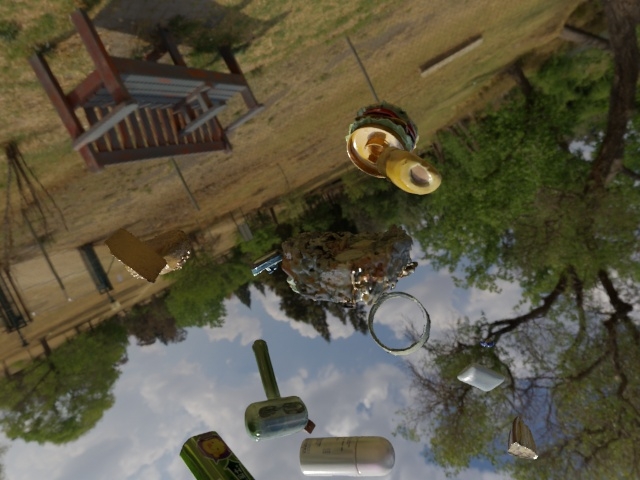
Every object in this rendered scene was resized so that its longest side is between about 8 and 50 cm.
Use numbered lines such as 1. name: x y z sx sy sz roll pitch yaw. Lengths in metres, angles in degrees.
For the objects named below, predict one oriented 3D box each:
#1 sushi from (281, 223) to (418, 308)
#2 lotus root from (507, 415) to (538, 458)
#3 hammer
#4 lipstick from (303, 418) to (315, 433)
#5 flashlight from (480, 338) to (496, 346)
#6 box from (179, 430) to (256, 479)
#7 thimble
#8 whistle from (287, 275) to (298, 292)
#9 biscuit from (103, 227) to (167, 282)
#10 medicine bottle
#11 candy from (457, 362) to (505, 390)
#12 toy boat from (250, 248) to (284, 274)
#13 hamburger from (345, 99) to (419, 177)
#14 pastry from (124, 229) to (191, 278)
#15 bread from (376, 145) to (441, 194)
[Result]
1. sushi: 0.094 0.057 1.281 0.416 0.176 0.417 -6 -167 1
2. lotus root: 0.790 0.795 1.680 0.095 0.159 0.135 -31 -162 35
3. hammer: -0.176 0.487 1.415 0.206 0.336 0.119 5 136 -33
4. lipstick: -0.077 0.729 1.684 0.045 0.045 0.145 -54 -161 -27
5. flashlight: 0.815 0.500 2.064 0.057 0.036 0.121 -19 169 -5
6. box: -0.262 0.705 1.213 0.345 0.097 0.134 29 -171 37
7. thimble: 0.348 0.363 1.855 0.270 0.271 0.150 -24 156 9
8. whistle: -0.080 0.180 1.844 0.105 0.102 0.253 12 174 24
9. biscuit: -0.722 0.056 1.656 0.013 0.236 0.232 -46 -163 11
10. medicine bottle: 0.101 0.777 1.519 0.340 0.131 0.130 -13 -172 21
11. candy: 0.746 0.634 1.963 0.071 0.174 0.138 -75 -168 -48
12. toy boat: -0.175 0.079 1.415 0.137 0.061 0.060 -27 -155 17
13. hamburger: 0.243 -0.403 1.634 0.274 0.274 0.212 -20 -144 47
14. pastry: -0.754 0.074 1.974 0.310 0.162 0.255 -24 -155 -11
15. bread: 0.223 -0.175 1.088 0.085 0.134 0.173 -56 -162 9
